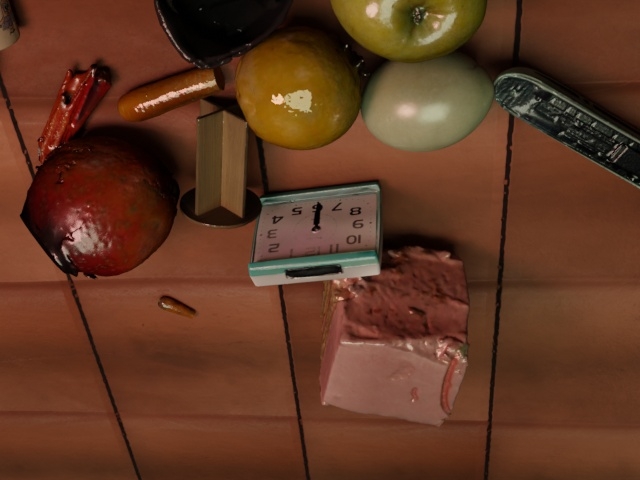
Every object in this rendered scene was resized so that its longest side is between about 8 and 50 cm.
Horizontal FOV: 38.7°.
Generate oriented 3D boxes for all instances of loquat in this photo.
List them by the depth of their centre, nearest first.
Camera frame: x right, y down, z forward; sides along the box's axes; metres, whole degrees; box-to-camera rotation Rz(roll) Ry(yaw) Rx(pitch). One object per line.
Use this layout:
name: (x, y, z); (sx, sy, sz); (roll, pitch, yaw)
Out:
loquat: (-0.031, -0.276, 1.624); (0.244, 0.244, 0.244); (3, 131, 3)

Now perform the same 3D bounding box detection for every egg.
egg: (0.190, -0.254, 1.643); (0.253, 0.186, 0.186); (-2, 133, 29)

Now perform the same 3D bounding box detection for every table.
table: (-0.193, -0.161, 1.800); (0.167, 0.167, 0.226); (6, 124, 0)

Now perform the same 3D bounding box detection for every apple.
apple: (0.146, -0.414, 1.507); (0.261, 0.194, 0.260); (-1, 128, -1)

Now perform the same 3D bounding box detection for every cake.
cake: (0.149, 0.184, 1.936); (0.314, 0.306, 0.293); (7, 138, -2)

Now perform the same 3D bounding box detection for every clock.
clock: (0.000, 0.000, 1.861); (0.262, 0.231, 0.116); (-7, 133, 11)

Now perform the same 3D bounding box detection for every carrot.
carrot: (-0.294, -0.281, 1.755); (0.225, 0.067, 0.067); (-17, 127, 17)
carrot: (-0.343, 0.161, 2.169); (0.093, 0.032, 0.032); (26, 129, -20)

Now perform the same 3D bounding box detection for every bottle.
bottle: (-0.618, -0.449, 1.627); (0.110, 0.097, 0.209); (27, 140, 35)

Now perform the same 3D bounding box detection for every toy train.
toy train: (0.488, -0.222, 1.707); (0.407, 0.088, 0.086); (27, 125, -16)

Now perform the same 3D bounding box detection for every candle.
candle: (-0.504, -0.240, 1.818); (0.084, 0.059, 0.301); (33, 127, -10)

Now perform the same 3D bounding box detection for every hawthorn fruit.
hawthorn fruit: (-0.438, -0.059, 1.810); (0.316, 0.316, 0.316); (3, 131, 3)

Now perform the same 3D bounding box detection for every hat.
hat: (-0.171, -0.473, 1.537); (0.238, 0.209, 0.336); (0, 116, -21)
